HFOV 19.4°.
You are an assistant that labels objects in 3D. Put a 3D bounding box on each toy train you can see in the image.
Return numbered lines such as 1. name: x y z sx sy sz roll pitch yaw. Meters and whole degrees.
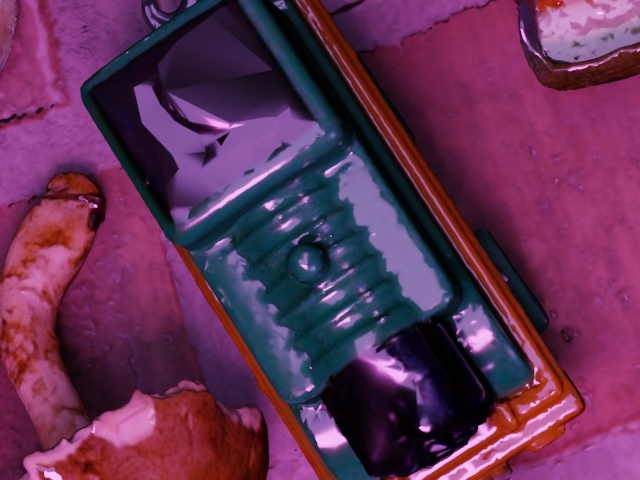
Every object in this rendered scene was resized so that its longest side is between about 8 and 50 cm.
1. toy train: 0.000 0.000 1.155 0.178 0.249 0.429 -34 80 6

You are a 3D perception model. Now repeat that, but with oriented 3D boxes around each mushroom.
1. mushroom: -0.158 0.139 1.234 0.233 0.301 0.208 -36 123 3

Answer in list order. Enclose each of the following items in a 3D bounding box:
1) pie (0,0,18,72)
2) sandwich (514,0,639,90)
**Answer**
1. pie: -0.300 -0.167 1.330 0.187 0.041 0.187 -1 86 10
2. sandwich: 0.223 -0.217 1.211 0.212 0.109 0.292 33 89 18
